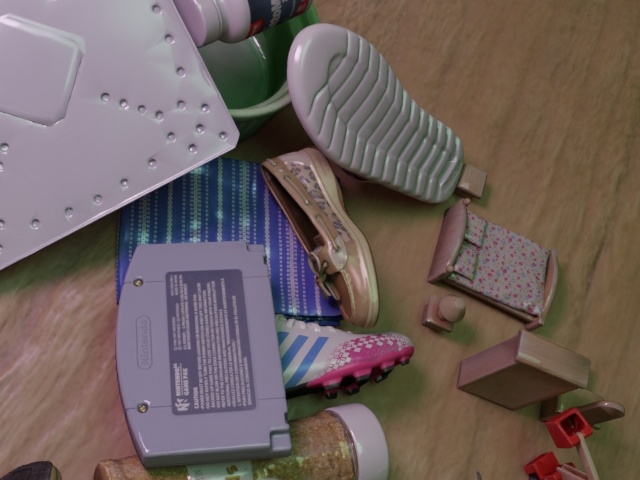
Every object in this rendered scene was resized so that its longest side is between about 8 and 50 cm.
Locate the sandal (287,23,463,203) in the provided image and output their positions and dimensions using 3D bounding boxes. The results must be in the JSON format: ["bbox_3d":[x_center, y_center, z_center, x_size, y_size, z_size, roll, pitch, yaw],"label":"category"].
[{"bbox_3d":[0.067,-0.162,1.355,0.416,0.102,0.169,35,72,-44],"label":"sandal"}]

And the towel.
[{"bbox_3d":[-0.117,-0.009,1.304,0.336,0.040,0.243,7,66,-22],"label":"towel"}]

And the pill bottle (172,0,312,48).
[{"bbox_3d":[-0.106,-0.322,1.220,0.180,0.108,0.108,-32,85,-30],"label":"pill bottle"}]

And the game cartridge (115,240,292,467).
[{"bbox_3d":[-0.149,0.132,1.130,0.198,0.062,0.297,-4,54,-7],"label":"game cartridge"}]

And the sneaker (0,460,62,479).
[{"bbox_3d":[-0.329,0.447,0.991,0.182,0.158,0.410,44,40,-46],"label":"sneaker"}]

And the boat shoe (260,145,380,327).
[{"bbox_3d":[0.000,0.000,1.282,0.089,0.105,0.285,-13,61,-21],"label":"boat shoe"}]

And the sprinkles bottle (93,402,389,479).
[{"bbox_3d":[-0.093,0.293,1.143,0.355,0.121,0.121,-8,73,-26],"label":"sprinkles bottle"}]

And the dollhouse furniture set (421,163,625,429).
[{"bbox_3d":[0.340,0.067,1.403,0.303,0.174,0.356,25,62,-14],"label":"dollhouse furniture set"}]

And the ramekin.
[{"bbox_3d":[-0.164,-0.280,1.328,0.303,0.148,0.303,9,66,-21],"label":"ramekin"}]

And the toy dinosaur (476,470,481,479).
[{"bbox_3d":[0.215,0.488,1.227,0.160,0.121,0.314,26,65,1],"label":"toy dinosaur"}]

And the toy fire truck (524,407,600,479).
[{"bbox_3d":[0.362,0.345,1.320,0.047,0.135,0.192,-23,80,-30],"label":"toy fire truck"}]

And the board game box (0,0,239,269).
[{"bbox_3d":[-0.356,-0.204,1.126,0.390,0.050,0.390,-29,101,-9],"label":"board game box"}]

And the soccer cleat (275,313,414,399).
[{"bbox_3d":[-0.025,0.147,1.237,0.331,0.116,0.143,-12,70,-29],"label":"soccer cleat"}]
